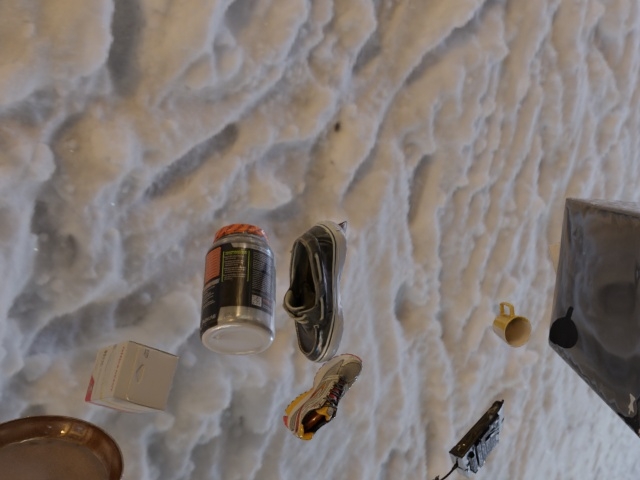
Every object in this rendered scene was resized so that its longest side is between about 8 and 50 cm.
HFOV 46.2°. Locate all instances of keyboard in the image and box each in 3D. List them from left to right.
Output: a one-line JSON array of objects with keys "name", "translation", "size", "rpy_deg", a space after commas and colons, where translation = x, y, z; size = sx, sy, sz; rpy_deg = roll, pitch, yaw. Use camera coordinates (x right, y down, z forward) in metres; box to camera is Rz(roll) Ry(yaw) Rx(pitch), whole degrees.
[{"name": "keyboard", "translation": [0.252, 0.377, 1.286], "size": [0.201, 0.033, 0.317], "rpy_deg": [-45, 154, -7]}]

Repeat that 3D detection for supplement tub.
[{"name": "supplement tub", "translation": [-0.212, 0.125, 1.966], "size": [0.193, 0.193, 0.316], "rpy_deg": [52, 30, -50]}]

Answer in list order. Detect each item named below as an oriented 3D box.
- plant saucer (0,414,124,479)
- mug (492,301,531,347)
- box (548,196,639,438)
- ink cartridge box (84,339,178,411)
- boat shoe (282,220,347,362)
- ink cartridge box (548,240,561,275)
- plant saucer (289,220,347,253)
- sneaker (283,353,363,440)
[{"name": "plant saucer", "translation": [-0.518, 0.435, 1.368], "size": [0.310, 0.310, 0.050], "rpy_deg": [-21, 128, -46]}, {"name": "mug", "translation": [0.374, 0.165, 1.475], "size": [0.062, 0.064, 0.078], "rpy_deg": [19, 92, -20]}, {"name": "box", "translation": [0.649, 0.107, 1.137], "size": [0.480, 0.471, 0.297], "rpy_deg": [-69, 162, -83]}, {"name": "ink cartridge box", "translation": [-0.420, 0.307, 1.667], "size": [0.127, 0.176, 0.128], "rpy_deg": [24, 65, -30]}, {"name": "boat shoe", "translation": [-0.027, 0.117, 1.554], "size": [0.119, 0.121, 0.335], "rpy_deg": [-20, 124, -37]}, {"name": "ink cartridge box", "translation": [0.609, 0.117, 1.723], "size": [0.160, 0.092, 0.219], "rpy_deg": [37, 39, -50]}, {"name": "plant saucer", "translation": [0.000, 0.000, 1.931], "size": [0.168, 0.168, 0.029], "rpy_deg": [-30, 93, -42]}, {"name": "sneaker", "translation": [0.019, 0.349, 1.653], "size": [0.088, 0.093, 0.225], "rpy_deg": [39, 90, -29]}]
